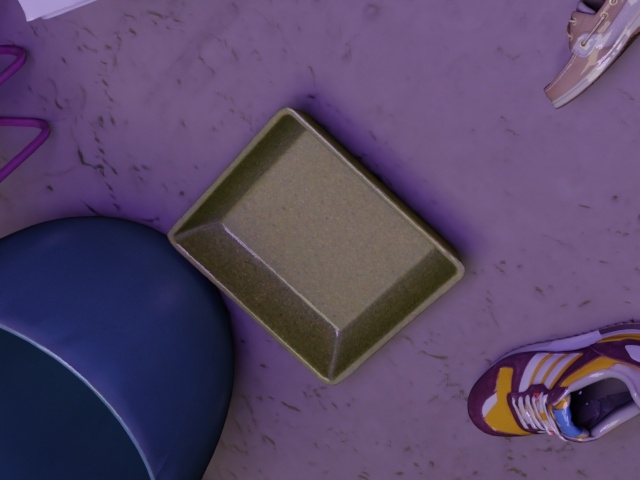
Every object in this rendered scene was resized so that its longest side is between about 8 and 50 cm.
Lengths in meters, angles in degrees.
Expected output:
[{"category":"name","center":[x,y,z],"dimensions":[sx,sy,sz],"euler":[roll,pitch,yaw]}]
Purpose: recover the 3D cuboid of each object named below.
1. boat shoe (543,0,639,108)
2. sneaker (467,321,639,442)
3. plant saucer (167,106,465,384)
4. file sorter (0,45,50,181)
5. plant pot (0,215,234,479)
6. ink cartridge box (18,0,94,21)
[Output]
[{"category":"boat shoe","center":[0.191,-0.146,1.095],"dimensions":[0.045,0.050,0.135],"euler":[41,120,1]},{"category":"sneaker","center":[0.181,0.121,1.253],"dimensions":[0.185,0.084,0.069],"euler":[-27,106,37]},{"category":"plant saucer","center":[0.000,0.000,1.291],"dimensions":[0.188,0.045,0.188],"euler":[43,130,-4]},{"category":"file sorter","center":[-0.360,-0.172,1.271],"dimensions":[0.202,0.182,0.290],"euler":[2,123,25]},{"category":"plant pot","center":[-0.205,0.117,1.351],"dimensions":[0.293,0.235,0.293],"euler":[13,125,19]},{"category":"ink cartridge box","center":[-0.156,-0.330,1.033],"dimensions":[0.129,0.223,0.307],"euler":[-13,115,32]}]
